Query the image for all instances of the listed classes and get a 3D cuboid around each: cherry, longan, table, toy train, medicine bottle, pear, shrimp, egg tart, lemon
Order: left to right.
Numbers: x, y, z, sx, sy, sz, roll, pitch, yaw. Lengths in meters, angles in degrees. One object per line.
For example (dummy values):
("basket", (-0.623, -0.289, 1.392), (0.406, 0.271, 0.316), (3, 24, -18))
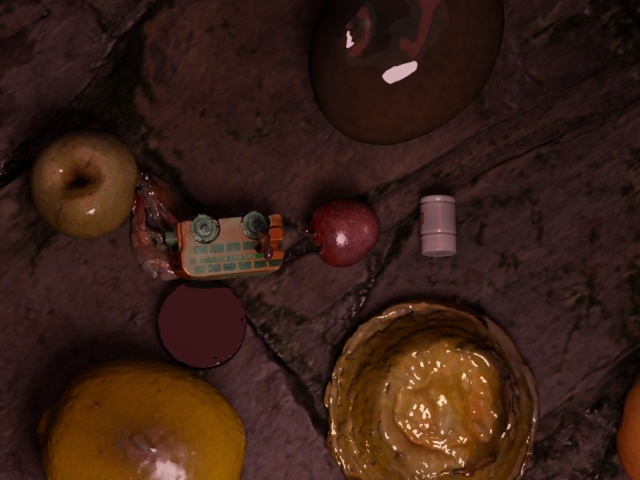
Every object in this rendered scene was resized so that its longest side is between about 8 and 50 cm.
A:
("pear", (-0.347, -0.083, 1.907), (0.167, 0.136, 0.167), (1, 81, -4))
("lemon", (-0.245, 0.290, 1.788), (0.283, 0.260, 0.261), (-2, 78, 13))
("shrimp", (-0.248, -0.029, 1.956), (0.101, 0.042, 0.190), (-23, 85, -6))
("table", (-0.177, 0.126, 1.933), (0.133, 0.043, 0.134), (1, 79, -6))
("toy train", (-0.145, 0.007, 1.926), (0.188, 0.072, 0.099), (-6, 92, -25))
("cherry", (0.000, 0.000, 1.940), (0.225, 0.090, 0.107), (-20, 113, -33))
("longan", (0.130, -0.308, 1.952), (0.288, 0.288, 0.350), (32, 88, 0))
("egg tart", (0.172, 0.248, 1.912), (0.345, 0.132, 0.345), (1, 78, -5))
("medicine bottle", (0.182, -0.023, 2.002), (0.057, 0.057, 0.089), (1, 78, -7))

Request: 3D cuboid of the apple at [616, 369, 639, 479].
("apple", (0.557, 0.292, 1.913), (0.241, 0.242, 0.242), (24, 76, 11))
